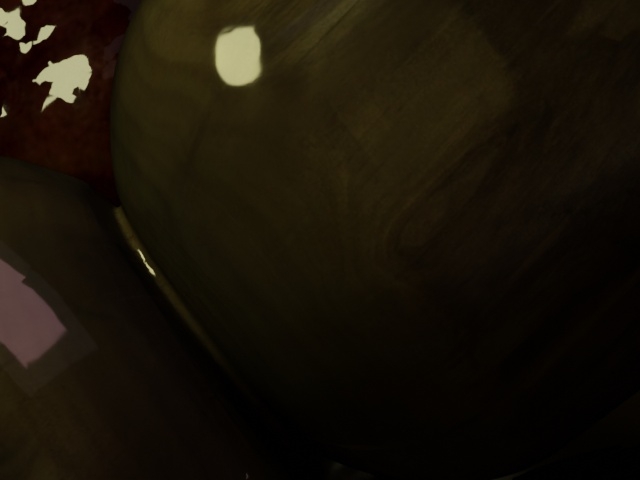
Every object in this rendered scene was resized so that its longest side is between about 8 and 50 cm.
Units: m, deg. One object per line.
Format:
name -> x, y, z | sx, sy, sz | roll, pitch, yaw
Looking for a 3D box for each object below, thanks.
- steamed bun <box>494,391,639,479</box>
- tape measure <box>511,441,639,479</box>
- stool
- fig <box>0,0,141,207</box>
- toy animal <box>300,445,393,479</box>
steamed bun -> 0.152, 0.048, 0.591 | 0.228, 0.177, 0.130 | -1, 47, -22
tape measure -> 0.104, 0.133, 0.433 | 0.186, 0.112, 0.199 | 15, 31, 41
stool -> 0.000, 0.000, 0.451 | 0.264, 0.179, 0.179 | -37, 30, 0
fig -> -0.067, -0.034, 0.709 | 0.217, 0.217, 0.321 | 15, -3, 21
toy animal -> -0.022, 0.078, 0.570 | 0.137, 0.098, 0.098 | -6, 25, -35
